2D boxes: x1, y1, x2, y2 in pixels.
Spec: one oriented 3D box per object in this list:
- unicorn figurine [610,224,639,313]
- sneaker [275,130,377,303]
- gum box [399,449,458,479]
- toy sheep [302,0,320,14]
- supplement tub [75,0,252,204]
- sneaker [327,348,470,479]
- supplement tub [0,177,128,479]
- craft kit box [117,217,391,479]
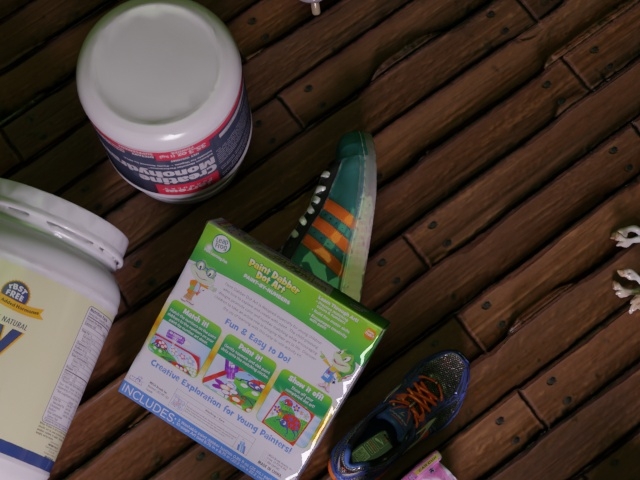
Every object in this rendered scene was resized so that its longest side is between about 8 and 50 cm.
[{"bbox_3d":[0.428,0.012,1.638,0.111,0.060,0.162,1,91,0],"label":"unicorn figurine"},{"bbox_3d":[0.000,0.000,1.615,0.121,0.108,0.302,9,76,-1],"label":"sneaker"},{"bbox_3d":[0.107,0.305,1.487,0.107,0.188,0.062,-40,78,-9],"label":"gum box"},{"bbox_3d":[-0.014,-0.364,1.720,0.091,0.132,0.091,-11,33,8],"label":"toy sheep"},{"bbox_3d":[-0.183,-0.162,1.577,0.191,0.272,0.191,0,74,1],"label":"supplement tub"},{"bbox_3d":[0.102,0.218,1.564,0.083,0.087,0.221,42,79,10],"label":"sneaker"},{"bbox_3d":[-0.379,0.112,1.523,0.235,0.235,0.325,19,76,6],"label":"supplement tub"},{"bbox_3d":[-0.083,0.140,1.556,0.250,0.061,0.247,32,105,9],"label":"craft kit box"}]
